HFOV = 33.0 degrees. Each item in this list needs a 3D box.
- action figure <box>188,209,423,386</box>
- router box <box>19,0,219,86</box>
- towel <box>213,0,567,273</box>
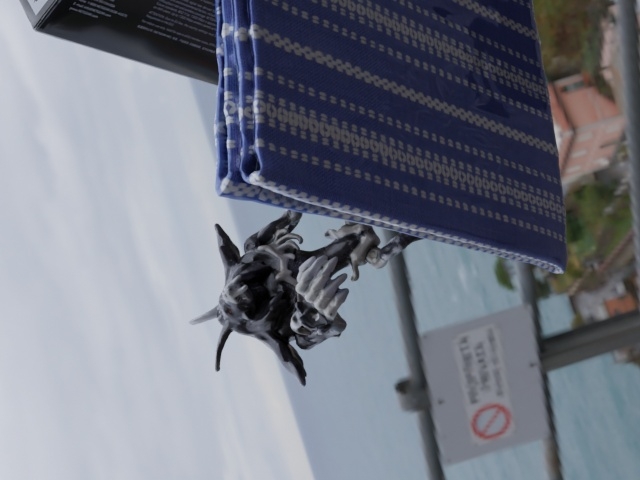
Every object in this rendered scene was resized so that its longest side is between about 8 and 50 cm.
[{"bbox_3d":[0.000,0.000,0.852,0.164,0.276,0.141,59,-174,27],"label":"action figure"},{"bbox_3d":[-0.082,-0.202,0.668,0.309,0.081,0.243,7,-135,-55],"label":"router box"},{"bbox_3d":[0.032,-0.157,0.580,0.040,0.243,0.336,-23,65,43],"label":"towel"}]
